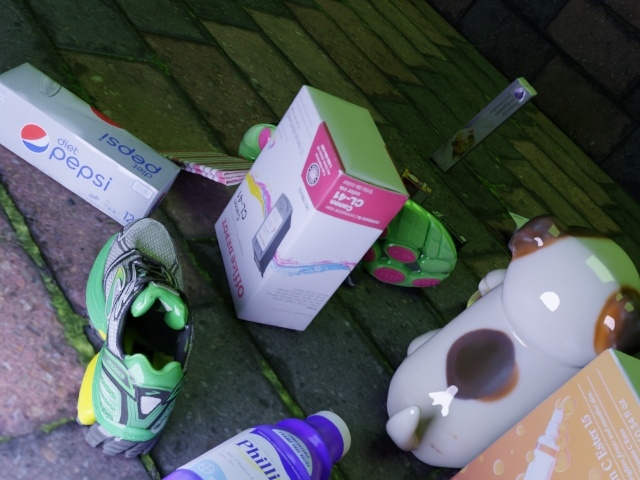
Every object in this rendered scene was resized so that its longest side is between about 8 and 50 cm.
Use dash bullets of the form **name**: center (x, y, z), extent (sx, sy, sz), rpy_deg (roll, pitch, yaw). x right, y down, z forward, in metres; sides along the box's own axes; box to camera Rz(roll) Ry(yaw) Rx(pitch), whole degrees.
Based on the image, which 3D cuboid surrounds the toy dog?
- **toy dog**: center (0.293, 0.146, 1.085), extent (0.396, 0.408, 0.284), rpy_deg (9, 40, -41)

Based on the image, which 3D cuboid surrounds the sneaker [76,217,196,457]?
- **sneaker**: center (-0.206, 0.086, 0.892), extent (0.134, 0.146, 0.343), rpy_deg (20, 33, -29)

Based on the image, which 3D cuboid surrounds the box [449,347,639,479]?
- **box**: center (0.344, 0.341, 0.929), extent (0.168, 0.345, 0.215), rpy_deg (22, 33, -25)

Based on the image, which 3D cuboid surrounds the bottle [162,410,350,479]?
- **bottle**: center (-0.065, 0.276, 0.832), extent (0.118, 0.092, 0.283), rpy_deg (48, 31, 19)

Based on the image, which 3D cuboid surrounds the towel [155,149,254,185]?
- **towel**: center (-0.187, -0.127, 1.256), extent (0.197, 0.029, 0.144), rpy_deg (18, 16, 34)

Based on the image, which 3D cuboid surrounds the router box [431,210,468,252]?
- **router box**: center (0.231, 0.012, 1.494), extent (0.092, 0.122, 0.038), rpy_deg (49, 27, 17)

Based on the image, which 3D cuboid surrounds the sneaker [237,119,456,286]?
- **sneaker**: center (0.074, -0.092, 1.410), extent (0.483, 0.185, 0.202), rpy_deg (37, 33, -3)

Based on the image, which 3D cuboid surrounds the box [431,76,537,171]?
- **box**: center (0.443, -0.313, 1.975), extent (0.063, 0.324, 0.067), rpy_deg (50, 30, 5)

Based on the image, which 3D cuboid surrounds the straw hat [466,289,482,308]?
- **straw hat**: center (0.373, 0.165, 1.489), extent (0.144, 0.145, 0.061), rpy_deg (59, -5, 32)

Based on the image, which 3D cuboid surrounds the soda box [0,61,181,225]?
- **soda box**: center (-0.364, -0.142, 1.092), extent (0.286, 0.091, 0.098), rpy_deg (35, 29, -6)

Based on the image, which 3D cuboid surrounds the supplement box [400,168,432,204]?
- **supplement box**: center (0.226, -0.130, 1.766), extent (0.083, 0.043, 0.055), rpy_deg (37, 28, -2)

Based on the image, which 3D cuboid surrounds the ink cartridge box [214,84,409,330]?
- **ink cartridge box**: center (-0.026, -0.044, 1.106), extent (0.131, 0.306, 0.226), rpy_deg (17, 35, -33)

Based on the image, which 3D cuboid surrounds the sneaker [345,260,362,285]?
- **sneaker**: center (0.000, 0.000, 1.313), extent (0.211, 0.081, 0.080), rpy_deg (52, 26, -11)

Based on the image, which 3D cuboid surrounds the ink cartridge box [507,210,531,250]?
- **ink cartridge box**: center (0.600, 0.084, 1.855), extent (0.176, 0.069, 0.370), rpy_deg (16, 38, -32)
